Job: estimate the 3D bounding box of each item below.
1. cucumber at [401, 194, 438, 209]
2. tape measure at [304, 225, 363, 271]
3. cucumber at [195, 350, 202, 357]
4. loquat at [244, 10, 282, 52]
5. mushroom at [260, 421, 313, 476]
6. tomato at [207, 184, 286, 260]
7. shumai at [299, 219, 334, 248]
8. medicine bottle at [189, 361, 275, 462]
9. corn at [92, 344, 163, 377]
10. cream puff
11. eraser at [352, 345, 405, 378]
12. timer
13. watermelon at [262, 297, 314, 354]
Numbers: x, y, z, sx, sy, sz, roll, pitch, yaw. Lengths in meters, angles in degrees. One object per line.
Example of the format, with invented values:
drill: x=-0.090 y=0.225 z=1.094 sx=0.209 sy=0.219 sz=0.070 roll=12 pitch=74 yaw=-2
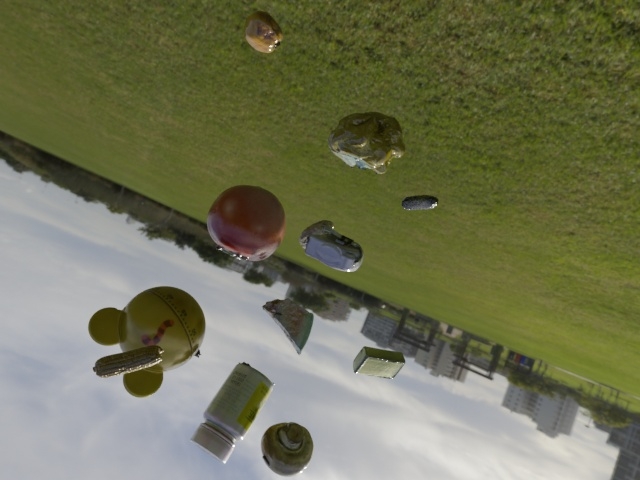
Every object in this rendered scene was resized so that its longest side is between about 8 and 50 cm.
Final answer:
cucumber: x=0.493 y=-0.185 z=1.969 sx=0.081 sy=0.073 sz=0.303 roll=-10 pitch=-174 yaw=-14
tape measure: x=0.061 y=0.031 z=1.426 sx=0.195 sy=0.105 sz=0.178 roll=22 pitch=-166 yaw=14
cucumber: x=-0.634 y=0.492 z=1.957 sx=0.053 sy=0.053 sz=0.182 roll=10 pitch=129 yaw=64
loquat: x=-0.197 y=-0.716 z=1.402 sx=0.137 sy=0.113 sz=0.137 roll=15 pitch=152 yaw=8
mushroom: x=-0.149 y=0.917 z=1.799 sx=0.254 sy=0.184 sz=0.255 roll=25 pitch=-154 yaw=-13
tomato: x=-0.291 y=-0.076 z=1.647 sx=0.321 sy=0.322 sz=0.321 roll=23 pitch=174 yaw=2
shumai: x=0.000 y=0.000 z=2.024 sx=0.201 sy=0.201 sz=0.120 roll=32 pitch=-157 yaw=-56
medicine bottle: x=-0.389 y=0.757 z=1.811 sx=0.213 sy=0.379 sz=0.214 roll=23 pitch=145 yaw=17
corn: x=-0.592 y=0.374 z=1.255 sx=0.207 sy=0.068 sz=0.068 roll=-11 pitch=179 yaw=-10
cream puff: x=0.200 y=-0.466 z=1.804 sx=0.323 sy=0.270 sz=0.274 roll=22 pitch=176 yaw=39
eraser: x=0.220 y=0.462 z=1.536 sx=0.171 sy=0.117 sz=0.058 roll=14 pitch=-144 yaw=-18
timer: x=-0.665 y=0.371 z=1.614 sx=0.375 sy=0.377 sz=0.386 roll=19 pitch=-143 yaw=31
watermelon: x=-0.130 y=0.382 z=1.944 sx=0.302 sy=0.151 sz=0.264 roll=52 pitch=163 yaw=4
